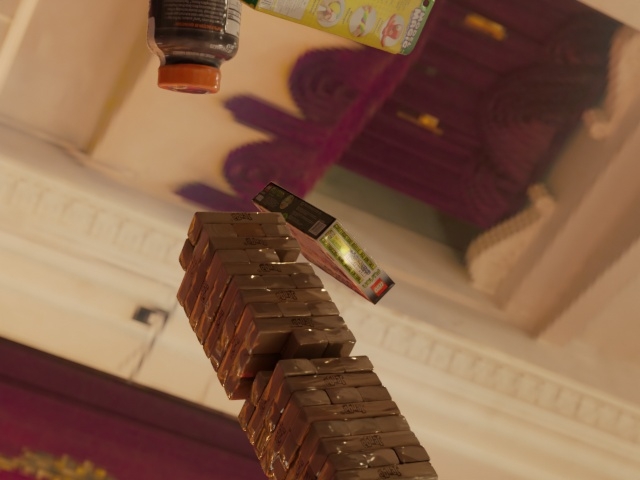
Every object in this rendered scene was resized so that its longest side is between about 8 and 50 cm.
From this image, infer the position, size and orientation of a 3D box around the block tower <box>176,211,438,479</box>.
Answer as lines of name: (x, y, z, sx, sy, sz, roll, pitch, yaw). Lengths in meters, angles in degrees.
block tower: (-0.019, 0.116, 1.205, 0.335, 0.097, 0.091, 60, -41, 40)

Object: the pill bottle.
pill bottle: (-0.173, -0.327, 1.975, 0.130, 0.130, 0.246, 177, -82, -68)

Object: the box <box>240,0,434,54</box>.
box: (0.024, -0.207, 1.075, 0.043, 0.179, 0.105, 38, -71, 43)

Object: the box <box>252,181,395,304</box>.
box: (0.000, 0.000, 1.680, 0.036, 0.114, 0.207, -46, -153, -6)
